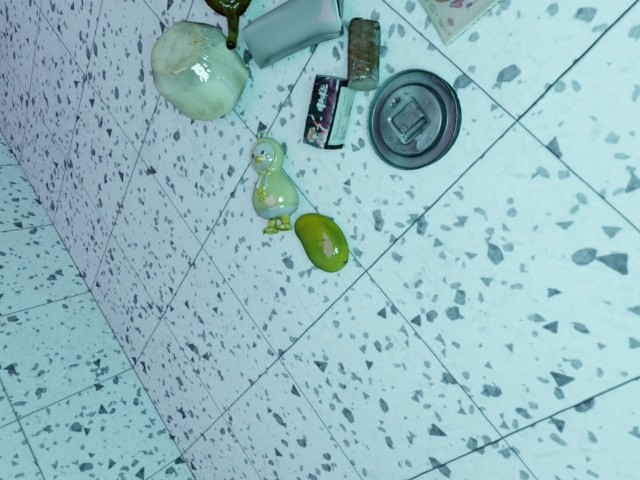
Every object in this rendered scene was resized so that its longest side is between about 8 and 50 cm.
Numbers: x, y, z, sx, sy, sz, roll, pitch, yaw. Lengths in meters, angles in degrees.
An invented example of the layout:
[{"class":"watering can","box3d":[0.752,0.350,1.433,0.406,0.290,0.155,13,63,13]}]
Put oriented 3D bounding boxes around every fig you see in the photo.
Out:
[{"class":"fig","box3d":[-0.263,-0.641,1.055,0.191,0.191,0.289,14,97,35]}]

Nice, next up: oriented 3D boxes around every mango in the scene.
[{"class":"mango","box3d":[0.003,0.000,1.091,0.191,0.086,0.122,55,131,13]}]

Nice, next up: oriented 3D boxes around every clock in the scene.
[{"class":"clock","box3d":[0.204,-0.264,0.893,0.215,0.042,0.214,11,108,36]}]

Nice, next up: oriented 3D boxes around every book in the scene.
[{"class":"book","box3d":[0.299,-0.518,0.767,0.232,0.022,0.162,-32,81,38]}]

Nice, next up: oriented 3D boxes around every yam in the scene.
[{"class":"yam","box3d":[0.097,-0.416,0.904,0.079,0.079,0.141,4,92,38]}]

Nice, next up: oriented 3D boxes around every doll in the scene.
[{"class":"doll","box3d":[-0.144,-0.166,1.143,0.142,0.117,0.296,-15,92,37]}]

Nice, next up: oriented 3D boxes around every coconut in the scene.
[{"class":"coconut","box3d":[-0.331,-0.472,1.148,0.245,0.247,0.244,-5,75,19]}]

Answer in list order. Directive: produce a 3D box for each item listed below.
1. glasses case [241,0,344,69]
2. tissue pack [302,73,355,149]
[{"class":"glasses case","box3d":[-0.056,-0.531,1.007,0.308,0.083,0.128,-2,106,38]},{"class":"tissue pack","box3d":[0.021,-0.311,0.988,0.091,0.103,0.170,23,115,25]}]
